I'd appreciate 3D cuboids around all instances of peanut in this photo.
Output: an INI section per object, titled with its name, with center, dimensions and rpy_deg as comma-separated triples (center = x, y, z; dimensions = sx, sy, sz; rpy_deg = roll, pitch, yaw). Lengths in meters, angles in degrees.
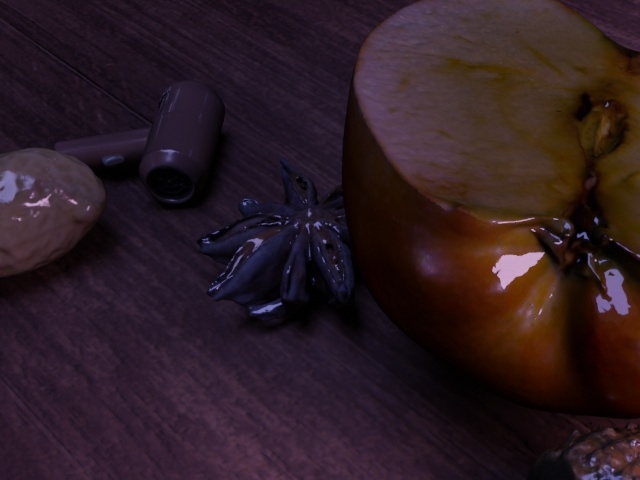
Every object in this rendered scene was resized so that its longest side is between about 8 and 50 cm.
[peanut]
center = -0.312, -0.017, 1.149
dimensions = 0.256, 0.124, 0.123
rpy_deg = -16, 41, -6

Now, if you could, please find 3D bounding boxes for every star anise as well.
[star anise]
center = 0.000, 0.000, 1.081
dimensions = 0.195, 0.065, 0.182
rpy_deg = 3, 39, 25

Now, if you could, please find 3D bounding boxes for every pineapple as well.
[pineapple]
center = 0.232, 0.156, 0.820
dimensions = 0.197, 0.108, 0.108
rpy_deg = -8, 40, -11

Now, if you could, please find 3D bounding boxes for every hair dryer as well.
[hair dryer]
center = -0.182, -0.080, 1.231
dimensions = 0.181, 0.064, 0.117
rpy_deg = -9, 42, 18

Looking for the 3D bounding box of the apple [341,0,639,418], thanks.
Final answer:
[apple]
center = 0.183, -0.046, 0.909
dimensions = 0.328, 0.295, 0.365
rpy_deg = -24, 22, 31
